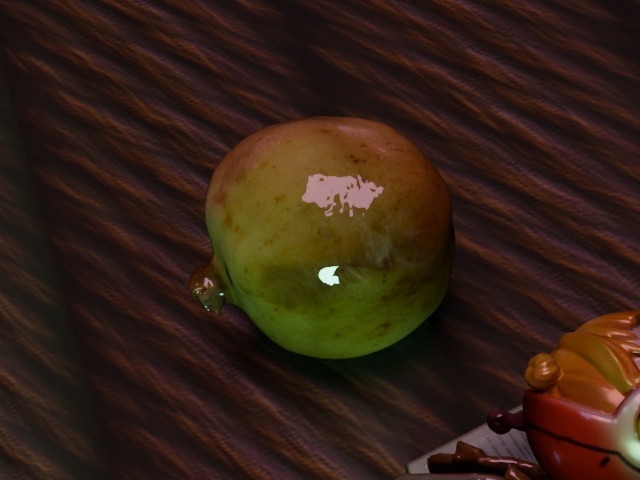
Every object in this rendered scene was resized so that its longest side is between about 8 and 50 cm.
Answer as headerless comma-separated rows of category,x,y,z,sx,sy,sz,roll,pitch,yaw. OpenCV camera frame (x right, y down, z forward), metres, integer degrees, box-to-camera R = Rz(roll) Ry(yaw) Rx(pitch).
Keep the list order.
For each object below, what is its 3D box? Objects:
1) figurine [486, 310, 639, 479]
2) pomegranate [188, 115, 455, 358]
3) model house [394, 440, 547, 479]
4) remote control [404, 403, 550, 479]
figurine,0.339,0.199,1.949,0.323,0.320,0.196,34,97,22
pomegranate,0.015,-0.008,2.183,0.307,0.307,0.307,-7,48,7
model house,0.196,0.297,1.840,0.199,0.229,0.220,-7,92,17
remote control,0.210,0.229,2.094,0.233,0.038,0.098,-26,48,-9
